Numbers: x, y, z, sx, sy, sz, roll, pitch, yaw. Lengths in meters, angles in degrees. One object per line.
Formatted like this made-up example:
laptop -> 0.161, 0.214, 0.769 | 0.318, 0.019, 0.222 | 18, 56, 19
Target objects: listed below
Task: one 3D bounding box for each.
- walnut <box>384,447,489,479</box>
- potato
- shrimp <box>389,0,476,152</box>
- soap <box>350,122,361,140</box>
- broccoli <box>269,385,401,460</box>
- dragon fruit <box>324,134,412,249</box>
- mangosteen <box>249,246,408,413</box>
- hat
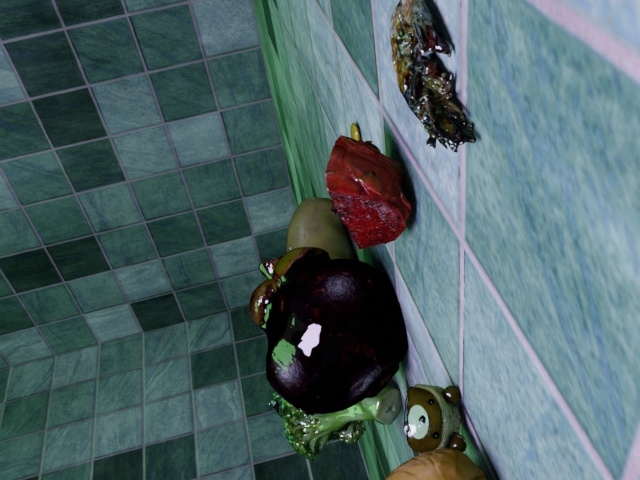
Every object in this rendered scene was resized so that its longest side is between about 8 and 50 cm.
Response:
walnut -> 0.124, 0.298, 0.668 | 0.180, 0.144, 0.144 | 97, 159, -62
potato -> 0.000, 0.000, 1.376 | 0.157, 0.157, 0.194 | 101, 168, -80
shrimp -> 0.079, -0.135, 0.501 | 0.091, 0.034, 0.161 | 82, 173, -49
soap -> 0.055, -0.134, 0.956 | 0.034, 0.012, 0.089 | -109, 7, -53
broccoli -> 0.051, 0.304, 1.284 | 0.269, 0.269, 0.254 | -118, 11, -73
dragon fruit -> 0.062, -0.066, 0.721 | 0.162, 0.083, 0.106 | 49, -140, -58
mangosteen -> 0.010, 0.132, 1.046 | 0.287, 0.233, 0.287 | -19, -90, -88
hat -> 0.133, 0.201, 0.721 | 0.076, 0.059, 0.077 | 54, -149, -41
